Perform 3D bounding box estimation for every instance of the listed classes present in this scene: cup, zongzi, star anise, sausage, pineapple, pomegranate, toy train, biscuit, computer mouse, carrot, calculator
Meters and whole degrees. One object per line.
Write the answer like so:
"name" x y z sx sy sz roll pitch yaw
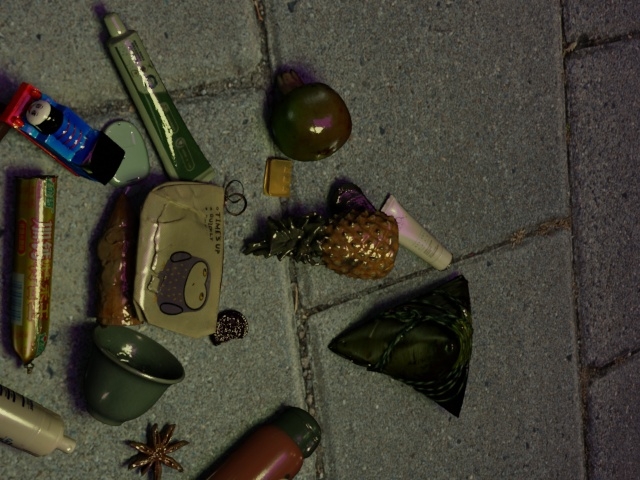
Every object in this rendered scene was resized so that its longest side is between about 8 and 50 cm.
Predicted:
"cup" -0.383 0.275 1.693 0.199 0.199 0.150 24 101 -36
"zongzi" 0.269 0.302 2.138 0.383 0.319 0.362 -19 105 -52
"star anise" -0.338 0.439 1.815 0.141 0.042 0.141 -5 98 -33
"sausage" -0.529 0.064 1.600 0.082 0.082 0.372 0 98 -36
"pineapple" 0.000 0.000 1.925 0.340 0.169 0.169 5 94 -13
"pomegranate" -0.031 -0.273 1.877 0.180 0.180 0.210 -19 71 -33
"toy train" -0.459 -0.188 1.566 0.083 0.131 0.204 -62 147 -12
"biscuit" -0.197 0.193 1.892 0.087 0.027 0.089 32 77 -34
"computer mouse" 0.080 -0.063 2.039 0.099 0.057 0.172 -37 115 -8
"carrot" -0.386 0.037 1.702 0.102 0.102 0.263 2 91 -36
"calculator" -0.380 -0.158 1.710 0.095 0.021 0.153 -18 104 -33

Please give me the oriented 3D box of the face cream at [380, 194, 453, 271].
"face cream" 0.232 -0.010 2.165 0.243 0.058 0.092 36 80 -28

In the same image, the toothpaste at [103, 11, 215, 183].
"toothpaste" -0.323 -0.265 1.715 0.098 0.061 0.392 -39 121 -26

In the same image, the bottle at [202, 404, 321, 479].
"bottle" -0.139 0.501 1.912 0.336 0.144 0.144 -42 119 -26

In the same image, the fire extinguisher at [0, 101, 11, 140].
"fire extinguisher" -0.593 -0.172 1.538 0.064 0.043 0.158 38 73 -18

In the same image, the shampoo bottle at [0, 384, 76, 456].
"shampoo bottle" -0.577 0.318 1.593 0.303 0.092 0.092 40 73 -34

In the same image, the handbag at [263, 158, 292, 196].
"handbag" -0.091 -0.137 1.922 0.061 0.027 0.083 4 93 -35

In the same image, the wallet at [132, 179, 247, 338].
"wallet" -0.266 0.030 1.740 0.275 0.068 0.335 8 86 -55
